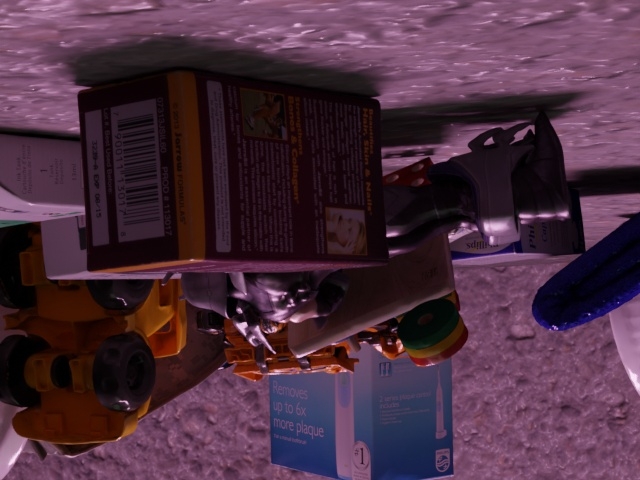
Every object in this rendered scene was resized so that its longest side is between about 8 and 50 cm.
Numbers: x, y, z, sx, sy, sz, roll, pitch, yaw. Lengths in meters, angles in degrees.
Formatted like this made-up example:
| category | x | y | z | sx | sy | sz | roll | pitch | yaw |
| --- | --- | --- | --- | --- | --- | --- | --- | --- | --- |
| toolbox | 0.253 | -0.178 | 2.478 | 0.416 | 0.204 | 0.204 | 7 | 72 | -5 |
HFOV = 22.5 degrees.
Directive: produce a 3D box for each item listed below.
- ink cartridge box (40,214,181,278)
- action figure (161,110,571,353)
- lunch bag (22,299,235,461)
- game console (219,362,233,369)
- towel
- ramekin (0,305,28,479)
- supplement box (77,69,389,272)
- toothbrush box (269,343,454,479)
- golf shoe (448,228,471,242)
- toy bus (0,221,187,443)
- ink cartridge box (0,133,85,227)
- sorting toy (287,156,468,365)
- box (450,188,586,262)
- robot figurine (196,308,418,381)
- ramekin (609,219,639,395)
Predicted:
| category | x | y | z | sx | sy | sz | roll | pitch | yaw |
| --- | --- | --- | --- | --- | --- | --- | --- | --- | --- |
| ink cartridge box | -0.101 | -0.018 | 1.253 | 0.153 | 0.087 | 0.208 | 1 | 175 | -41 |
| action figure | 0.028 | -0.008 | 1.111 | 0.285 | 0.099 | 0.185 | -17 | 159 | -1 |
| lunch bag | -0.228 | 0.110 | 1.667 | 0.287 | 0.169 | 0.235 | -44 | -165 | -24 |
| game console | -0.245 | 0.078 | 1.933 | 0.293 | 0.173 | 0.250 | -3 | 176 | -3 |
| towel | 0.323 | 0.025 | 1.665 | 0.228 | 0.076 | 0.308 | -38 | 173 | 5 |
| ramekin | -0.364 | 0.099 | 1.583 | 0.127 | 0.273 | 0.273 | 13 | 169 | -26 |
| supplement box | -0.046 | -0.034 | 0.931 | 0.081 | 0.104 | 0.188 | -6 | 175 | 36 |
| toothbrush box | 0.045 | 0.131 | 1.925 | 0.126 | 0.295 | 0.216 | -2 | -177 | -35 |
| golf shoe | 0.136 | -0.029 | 1.501 | 0.086 | 0.069 | 0.176 | -9 | 179 | -14 |
| toy bus | -0.189 | 0.060 | 1.464 | 0.149 | 0.220 | 0.211 | -1 | -176 | 28 |
| ink cartridge box | -0.277 | -0.038 | 1.077 | 0.181 | 0.056 | 0.225 | -7 | 177 | 37 |
| sorting toy | 0.044 | 0.032 | 1.236 | 0.132 | 0.046 | 0.274 | -24 | -152 | 13 |
| box | 0.185 | -0.015 | 1.673 | 0.126 | 0.072 | 0.137 | -8 | 175 | 40 |
| robot figurine | 0.010 | 0.087 | 1.537 | 0.211 | 0.085 | 0.291 | -7 | 174 | 23 |
| ramekin | 0.505 | 0.092 | 2.161 | 0.135 | 0.277 | 0.277 | -16 | 170 | 34 |
